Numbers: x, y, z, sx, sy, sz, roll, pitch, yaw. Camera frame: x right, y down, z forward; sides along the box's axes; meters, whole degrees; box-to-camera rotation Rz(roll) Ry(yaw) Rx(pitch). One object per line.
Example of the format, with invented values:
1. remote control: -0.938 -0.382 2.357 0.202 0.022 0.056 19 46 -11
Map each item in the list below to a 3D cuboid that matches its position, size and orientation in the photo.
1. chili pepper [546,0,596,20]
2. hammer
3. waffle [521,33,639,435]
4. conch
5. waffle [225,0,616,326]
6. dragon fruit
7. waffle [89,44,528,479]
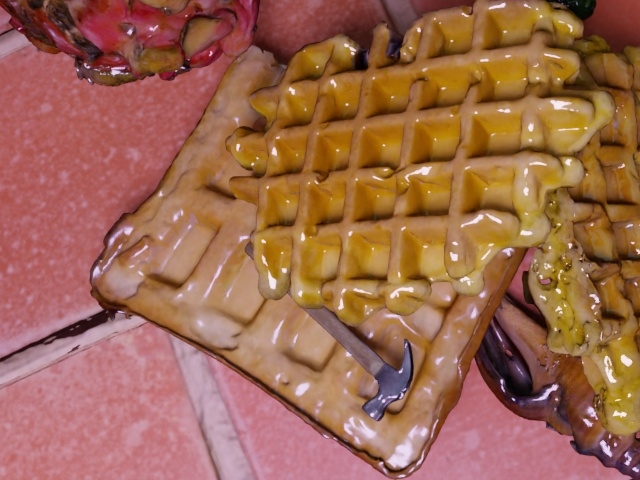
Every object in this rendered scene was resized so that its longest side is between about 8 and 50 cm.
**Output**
1. chili pepper: 0.228 -0.264 0.796 0.055 0.035 0.118 -9 66 -19
2. hammer: 0.004 0.058 0.644 0.062 0.017 0.182 -46 68 1
3. waffle: 0.260 -0.002 0.635 0.307 0.060 0.312 34 65 -21
4. conch: 0.187 0.112 0.687 0.232 0.080 0.086 31 67 38
5. waffle: 0.051 -0.075 0.604 0.309 0.065 0.283 -43 52 10
6. dragon fruit: -0.178 -0.274 0.730 0.291 0.269 0.250 31 83 25
7. waffle: 0.000 0.000 0.711 0.348 0.077 0.304 27 82 22
